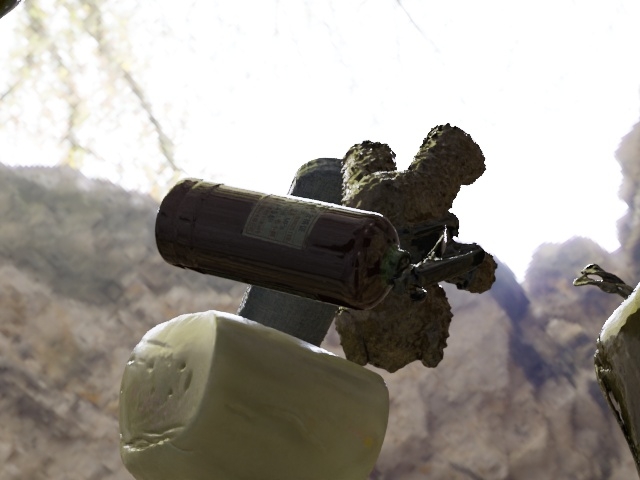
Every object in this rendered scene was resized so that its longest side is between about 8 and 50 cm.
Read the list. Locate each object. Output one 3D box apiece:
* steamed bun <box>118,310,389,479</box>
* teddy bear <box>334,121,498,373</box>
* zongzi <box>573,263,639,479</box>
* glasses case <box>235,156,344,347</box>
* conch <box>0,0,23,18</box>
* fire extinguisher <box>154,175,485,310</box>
[{"bbox_3d":[-0.073,0.160,1.056,0.250,0.200,0.154,-30,-141,60],"label":"steamed bun"},{"bbox_3d":[0.067,-0.006,1.151,0.182,0.129,0.251,-4,-115,16],"label":"teddy bear"},{"bbox_3d":[0.123,0.086,0.443,0.178,0.189,0.081,-20,154,-38],"label":"zongzi"},{"bbox_3d":[-0.016,0.031,1.417,0.067,0.109,0.282,-87,-162,-59],"label":"glasses case"},{"bbox_3d":[-0.176,-0.234,0.567,0.368,0.197,0.249,-48,-126,27],"label":"conch"},{"bbox_3d":[0.000,0.000,0.899,0.231,0.071,0.099,11,-149,27],"label":"fire extinguisher"}]
